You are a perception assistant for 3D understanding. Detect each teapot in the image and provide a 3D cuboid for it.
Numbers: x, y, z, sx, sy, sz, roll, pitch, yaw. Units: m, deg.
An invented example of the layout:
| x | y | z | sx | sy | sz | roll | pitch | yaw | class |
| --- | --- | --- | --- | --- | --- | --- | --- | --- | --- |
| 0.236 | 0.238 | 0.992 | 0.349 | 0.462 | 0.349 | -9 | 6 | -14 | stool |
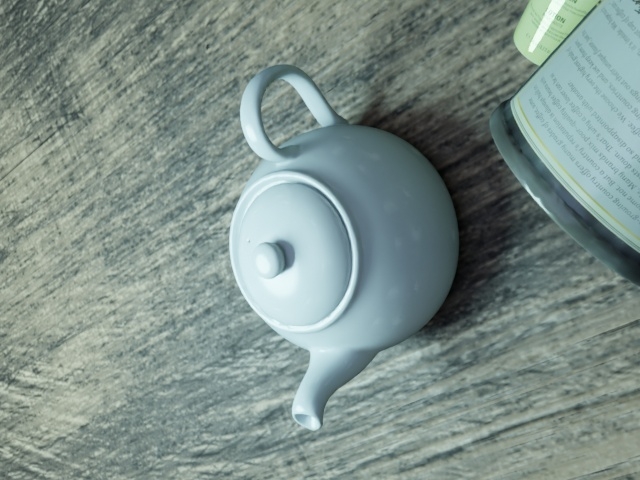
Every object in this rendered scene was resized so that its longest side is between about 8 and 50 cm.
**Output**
| x | y | z | sx | sy | sz | roll | pitch | yaw | class |
| --- | --- | --- | --- | --- | --- | --- | --- | --- | --- |
| 0.000 | 0.000 | 0.841 | 0.256 | 0.187 | 0.253 | 43 | 118 | 24 | teapot |

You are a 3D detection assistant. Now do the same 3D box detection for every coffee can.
| x | y | z | sx | sy | sz | roll | pitch | yaw | class |
| --- | --- | --- | --- | --- | --- | --- | --- | --- | --- |
| 0.287 | -0.123 | 0.610 | 0.201 | 0.201 | 0.275 | 52 | 121 | 18 | coffee can |

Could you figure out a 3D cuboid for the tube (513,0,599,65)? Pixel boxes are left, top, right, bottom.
| x | y | z | sx | sy | sz | roll | pitch | yaw | class |
| --- | --- | --- | --- | --- | --- | --- | --- | --- | --- |
| 0.224 | -0.240 | 0.665 | 0.240 | 0.070 | 0.062 | 113 | 159 | -51 | tube |
